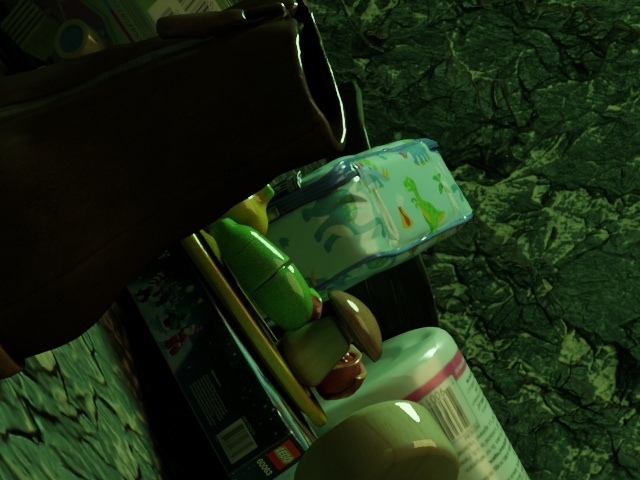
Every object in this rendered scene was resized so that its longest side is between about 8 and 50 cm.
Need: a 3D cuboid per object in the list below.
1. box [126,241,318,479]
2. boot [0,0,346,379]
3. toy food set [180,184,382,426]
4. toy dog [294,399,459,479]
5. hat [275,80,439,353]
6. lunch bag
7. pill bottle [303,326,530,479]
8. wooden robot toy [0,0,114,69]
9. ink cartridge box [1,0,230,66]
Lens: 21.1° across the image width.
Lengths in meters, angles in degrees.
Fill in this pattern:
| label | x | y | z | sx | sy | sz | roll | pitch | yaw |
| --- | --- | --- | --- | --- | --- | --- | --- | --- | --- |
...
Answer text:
| label | x | y | z | sx | sy | sz | roll | pitch | yaw |
| --- | --- | --- | --- | --- | --- | --- | --- | --- | --- |
| box | -0.043 | 0.103 | 1.059 | 0.159 | 0.044 | 0.233 | 56 | -1 | -41 |
| boot | -0.092 | -0.035 | 0.653 | 0.090 | 0.206 | 0.248 | 59 | 6 | -25 |
| toy food set | -0.014 | 0.042 | 1.074 | 0.218 | 0.071 | 0.128 | 55 | -1 | 2 |
| toy dog | 0.030 | 0.242 | 0.913 | 0.220 | 0.161 | 0.334 | -124 | -166 | -55 |
| hat | 0.002 | 0.022 | 1.572 | 0.331 | 0.134 | 0.331 | 166 | -90 | -83 |
| lunch bag | 0.000 | 0.000 | 1.287 | 0.090 | 0.176 | 0.219 | 62 | 30 | 3 |
| pill bottle | 0.085 | 0.219 | 1.221 | 0.283 | 0.160 | 0.160 | 62 | 6 | -5 |
| wooden robot toy | -0.158 | -0.095 | 1.071 | 0.079 | 0.076 | 0.173 | 29 | 31 | -59 |
| ink cartridge box | -0.161 | -0.166 | 1.169 | 0.209 | 0.062 | 0.109 | 10 | -37 | 44 |
